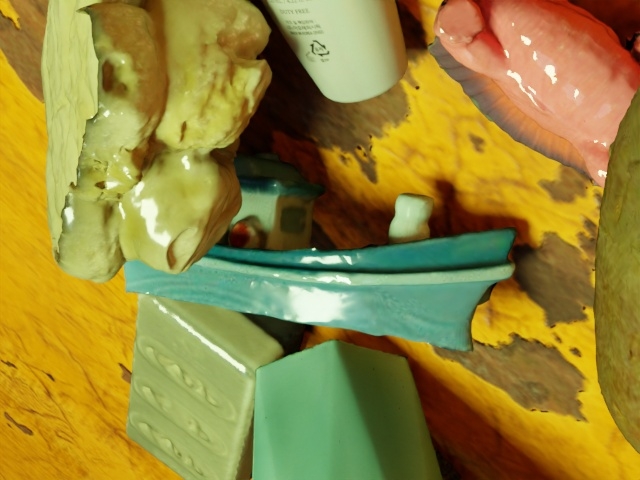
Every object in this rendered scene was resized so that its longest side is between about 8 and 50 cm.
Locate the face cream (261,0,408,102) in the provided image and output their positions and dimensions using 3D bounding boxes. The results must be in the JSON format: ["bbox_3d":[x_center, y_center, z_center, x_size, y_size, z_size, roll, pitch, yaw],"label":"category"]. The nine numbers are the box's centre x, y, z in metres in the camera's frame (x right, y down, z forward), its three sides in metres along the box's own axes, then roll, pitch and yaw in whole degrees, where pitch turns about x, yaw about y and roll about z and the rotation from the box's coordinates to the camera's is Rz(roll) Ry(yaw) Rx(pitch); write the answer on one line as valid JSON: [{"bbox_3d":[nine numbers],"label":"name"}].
[{"bbox_3d":[-0.012,-0.145,0.636,0.072,0.051,0.182,6,136,40],"label":"face cream"}]

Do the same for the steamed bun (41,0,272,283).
[{"bbox_3d":[-0.084,-0.083,0.723,0.177,0.106,0.192,111,152,-49],"label":"steamed bun"}]

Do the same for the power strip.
[{"bbox_3d":[-0.081,0.100,1.021,0.105,0.070,0.256,34,148,11],"label":"power strip"}]

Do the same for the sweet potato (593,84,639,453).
[{"bbox_3d":[0.164,-0.067,0.403,0.109,0.109,0.385,33,132,14],"label":"sweet potato"}]

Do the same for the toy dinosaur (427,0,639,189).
[{"bbox_3d":[0.072,-0.091,0.615,0.286,0.070,0.139,38,173,-1],"label":"toy dinosaur"}]

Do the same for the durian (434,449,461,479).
[{"bbox_3d":[0.051,0.153,0.983,0.130,0.052,0.066,13,178,44],"label":"durian"}]

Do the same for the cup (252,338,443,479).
[{"bbox_3d":[0.024,0.185,0.847,0.134,0.235,0.148,-19,140,17],"label":"cup"}]

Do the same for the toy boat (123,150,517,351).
[{"bbox_3d":[0.000,0.000,0.786,0.238,0.098,0.109,9,180,32],"label":"toy boat"}]
